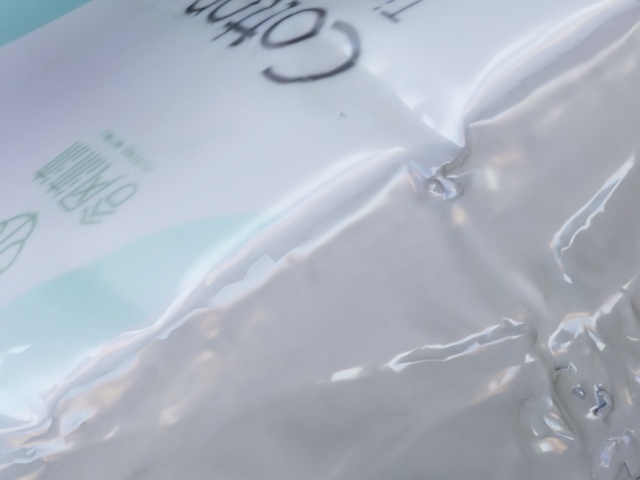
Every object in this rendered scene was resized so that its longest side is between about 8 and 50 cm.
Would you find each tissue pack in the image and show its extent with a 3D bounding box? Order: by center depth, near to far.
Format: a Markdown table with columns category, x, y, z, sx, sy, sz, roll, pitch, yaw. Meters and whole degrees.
| category | x | y | z | sx | sy | sz | roll | pitch | yaw |
| --- | --- | --- | --- | --- | --- | --- | --- | --- | --- |
| tissue pack | -0.001 | -0.001 | 0.571 | 0.194 | 0.266 | 0.356 | 62 | 168 | -23 |
